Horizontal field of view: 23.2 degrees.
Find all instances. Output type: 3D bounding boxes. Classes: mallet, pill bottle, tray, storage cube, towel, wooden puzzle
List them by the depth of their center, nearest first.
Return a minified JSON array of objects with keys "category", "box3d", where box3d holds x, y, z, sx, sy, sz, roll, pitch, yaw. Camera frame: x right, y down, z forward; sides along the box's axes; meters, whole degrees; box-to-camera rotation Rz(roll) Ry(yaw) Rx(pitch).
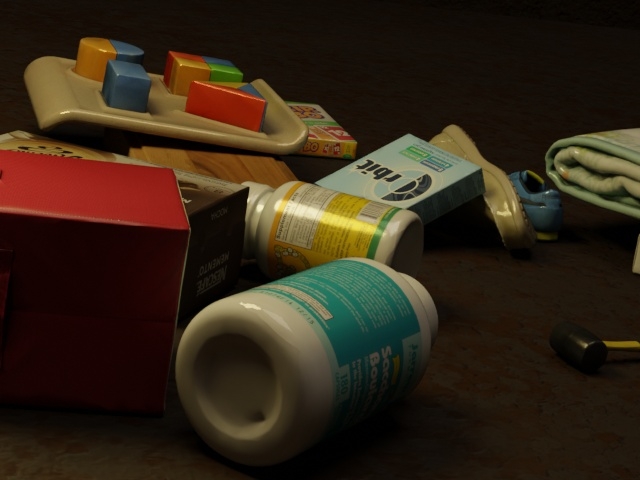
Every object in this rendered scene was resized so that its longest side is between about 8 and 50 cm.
[{"category":"pill bottle","box3d":[0.003,0.097,1.384,0.146,0.146,0.264,19,20,29]},{"category":"storage cube","box3d":[-0.230,0.032,1.411,0.193,0.183,0.215,6,17,-11]},{"category":"mallet","box3d":[0.340,0.118,1.679,0.190,0.039,0.062,6,17,-23]},{"category":"pill bottle","box3d":[0.000,0.000,1.740,0.208,0.117,0.117,16,19,21]},{"category":"tray","box3d":[-0.158,-0.095,2.040,0.203,0.076,0.411,4,19,-16]},{"category":"towel","box3d":[0.536,-0.070,2.075,0.320,0.090,0.374,-5,23,-39]},{"category":"wooden puzzle","box3d":[-0.213,-0.205,2.108,0.348,0.080,0.322,3,18,-16]}]

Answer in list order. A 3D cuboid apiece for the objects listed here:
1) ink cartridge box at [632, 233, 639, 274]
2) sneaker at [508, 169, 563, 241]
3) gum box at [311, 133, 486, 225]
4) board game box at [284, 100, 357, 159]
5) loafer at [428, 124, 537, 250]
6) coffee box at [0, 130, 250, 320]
[{"category":"ink cartridge box","box3d":[0.582,0.043,1.985,0.333,0.065,0.165,16,19,27]},{"category":"sneaker","box3d":[0.279,-0.067,2.155,0.069,0.082,0.209,1,17,-19]},{"category":"gum box","box3d":[0.090,-0.062,1.996,0.184,0.041,0.157,-28,33,-24]},{"category":"board game box","box3d":[-0.037,-0.179,2.440,0.124,0.039,0.259,4,15,-17]},{"category":"loafer","box3d":[0.201,-0.057,2.070,0.092,0.102,0.268,-31,34,-2]},{"category":"coffee box","box3d":[-0.246,-0.022,1.682,0.297,0.118,0.168,15,17,18]}]
